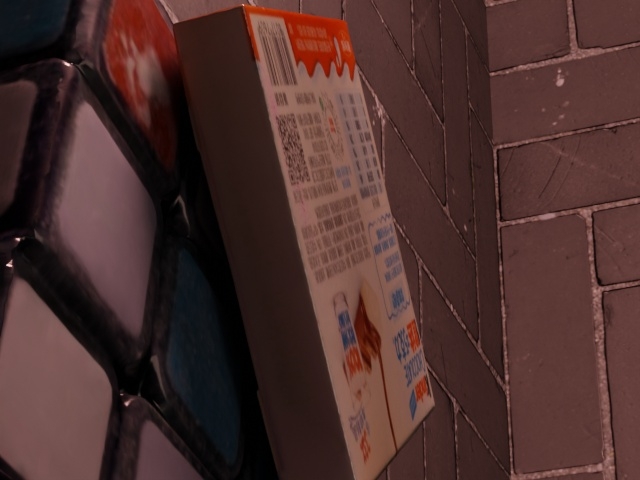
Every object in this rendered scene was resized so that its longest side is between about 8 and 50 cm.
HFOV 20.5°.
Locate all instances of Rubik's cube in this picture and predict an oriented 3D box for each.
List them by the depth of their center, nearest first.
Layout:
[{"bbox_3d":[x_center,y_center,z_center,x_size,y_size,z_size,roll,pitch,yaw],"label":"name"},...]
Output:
[{"bbox_3d":[-0.212,0.093,0.942,0.362,0.363,0.359,56,29,-46],"label":"Rubik's cube"}]

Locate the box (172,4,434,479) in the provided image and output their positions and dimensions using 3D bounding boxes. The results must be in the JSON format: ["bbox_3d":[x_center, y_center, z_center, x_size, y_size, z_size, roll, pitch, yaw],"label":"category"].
[{"bbox_3d":[0.000,0.000,1.028,0.273,0.048,0.265,-19,96,-78],"label":"box"}]
